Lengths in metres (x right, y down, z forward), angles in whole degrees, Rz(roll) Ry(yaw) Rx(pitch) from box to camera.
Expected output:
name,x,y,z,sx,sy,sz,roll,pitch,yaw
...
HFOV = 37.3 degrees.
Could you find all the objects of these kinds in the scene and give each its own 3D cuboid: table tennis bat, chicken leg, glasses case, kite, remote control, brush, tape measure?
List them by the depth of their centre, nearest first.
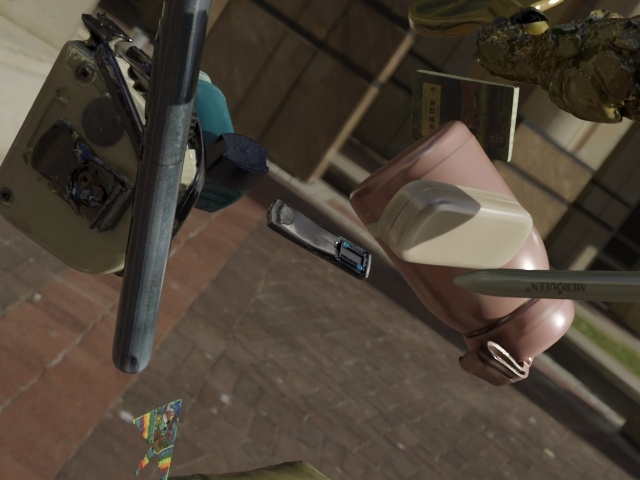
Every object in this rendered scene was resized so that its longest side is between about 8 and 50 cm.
name,x,y,z,sx,sy,sz,roll,pitch,yaw
brush,0.240,0.031,0.666,0.299,0.042,0.039,2,-25,25
chicken leg,0.198,-0.139,0.724,0.228,0.103,0.088,18,-46,40
remote control,-0.144,-0.066,0.855,0.044,0.377,0.107,7,23,-13
kite,-0.154,0.190,0.911,0.004,0.122,0.090,13,47,20
glasses case,0.145,-0.014,0.998,0.196,0.083,0.050,8,34,-44
table tennis bat,0.207,-0.265,1.097,0.321,0.198,0.050,-95,170,-65
tape measure,-0.239,-0.097,1.117,0.231,0.271,0.133,33,11,11
remote control,0.000,0.000,1.587,0.212,0.028,0.059,30,55,-26

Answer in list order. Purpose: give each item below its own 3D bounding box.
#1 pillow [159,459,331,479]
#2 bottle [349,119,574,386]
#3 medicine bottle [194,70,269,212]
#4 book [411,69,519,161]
name,x,y,z,sx,sy,sz,roll,pitch,yaw
pillow,-0.062,0.356,1.277,0.185,0.075,0.302,25,9,36
bottle,0.174,0.023,1.160,0.297,0.173,0.206,55,40,-5
medicine bottle,-0.151,-0.147,1.299,0.079,0.124,0.258,15,37,-32
book,0.293,-0.259,1.958,0.228,0.160,0.024,16,30,29
